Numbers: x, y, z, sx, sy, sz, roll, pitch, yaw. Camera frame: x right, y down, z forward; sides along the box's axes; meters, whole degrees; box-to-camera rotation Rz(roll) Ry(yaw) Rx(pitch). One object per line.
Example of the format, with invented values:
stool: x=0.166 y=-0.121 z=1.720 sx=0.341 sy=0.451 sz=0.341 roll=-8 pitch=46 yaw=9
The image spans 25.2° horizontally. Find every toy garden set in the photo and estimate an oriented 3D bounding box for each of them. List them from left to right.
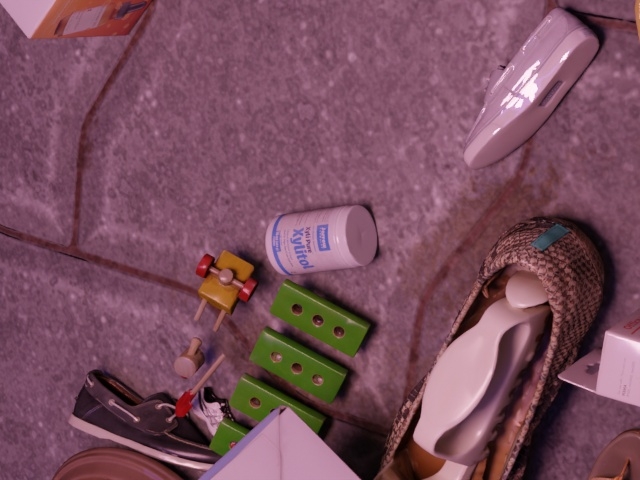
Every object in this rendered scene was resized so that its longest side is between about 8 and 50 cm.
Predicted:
toy garden set: x=-0.074 y=0.139 z=1.643 sx=0.204 sy=0.049 sz=0.244 roll=28 pitch=117 yaw=6

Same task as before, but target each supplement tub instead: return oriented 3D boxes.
supplement tub: x=0.000 y=0.000 z=1.571 sx=0.107 sy=0.071 sz=0.071 roll=-8 pitch=95 yaw=34

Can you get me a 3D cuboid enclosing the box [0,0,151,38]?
box: x=-0.265 y=-0.305 z=1.614 sx=0.091 sy=0.170 sz=0.130 roll=50 pitch=121 yaw=15

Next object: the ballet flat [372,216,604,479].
ballet flat: x=0.139 y=0.198 z=1.458 sx=0.164 sy=0.182 sz=0.482 roll=30 pitch=114 yaw=23

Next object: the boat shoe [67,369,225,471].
boat shoe: x=-0.197 y=0.225 z=1.736 sx=0.233 sy=0.084 sz=0.079 roll=19 pitch=84 yaw=22

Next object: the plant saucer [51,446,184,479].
plant saucer: x=-0.236 y=0.388 z=1.784 sx=0.278 sy=0.041 sz=0.277 roll=12 pitch=117 yaw=24

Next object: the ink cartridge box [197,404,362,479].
ink cartridge box: x=-0.005 y=0.381 z=1.531 sx=0.270 sy=0.151 sz=0.395 roll=44 pitch=159 yaw=18

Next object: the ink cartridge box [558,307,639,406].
ink cartridge box: x=0.339 y=0.117 z=1.356 sx=0.198 sy=0.115 sz=0.067 roll=15 pitch=108 yaw=28

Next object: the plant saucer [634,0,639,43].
plant saucer: x=0.470 y=-0.098 z=1.253 sx=0.333 sy=0.081 sz=0.332 roll=-9 pitch=96 yaw=33

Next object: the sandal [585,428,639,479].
sandal: x=0.285 y=0.268 z=1.460 sx=0.072 sy=0.049 sz=0.180 roll=47 pitch=120 yaw=16

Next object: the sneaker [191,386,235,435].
sneaker: x=-0.121 y=0.209 z=1.711 sx=0.083 sy=0.032 sz=0.037 roll=40 pitch=118 yaw=18

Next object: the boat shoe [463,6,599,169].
boat shoe: x=0.197 y=-0.152 z=1.425 sx=0.063 sy=0.066 sz=0.184 roll=54 pitch=125 yaw=28
